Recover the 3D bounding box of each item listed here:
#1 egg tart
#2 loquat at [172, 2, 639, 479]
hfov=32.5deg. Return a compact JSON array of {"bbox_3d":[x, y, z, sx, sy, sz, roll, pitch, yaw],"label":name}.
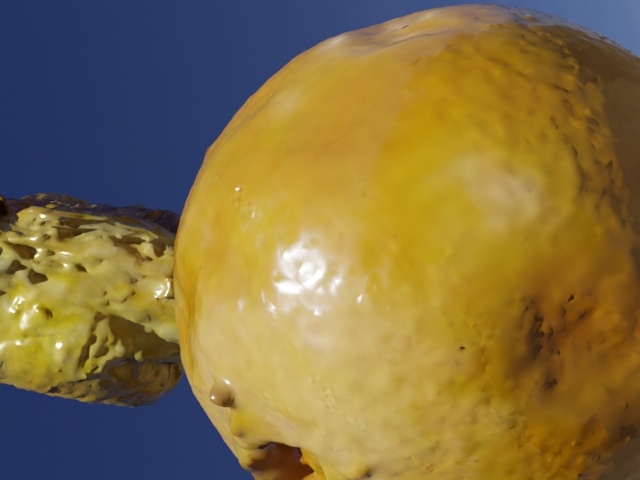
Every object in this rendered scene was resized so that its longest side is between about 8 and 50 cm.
[{"bbox_3d":[-0.211,0.036,0.912,0.339,0.351,0.153,-146,66,-78],"label":"egg tart"},{"bbox_3d":[0.077,0.023,0.640,0.328,0.328,0.328,22,-116,-58],"label":"loquat"}]
